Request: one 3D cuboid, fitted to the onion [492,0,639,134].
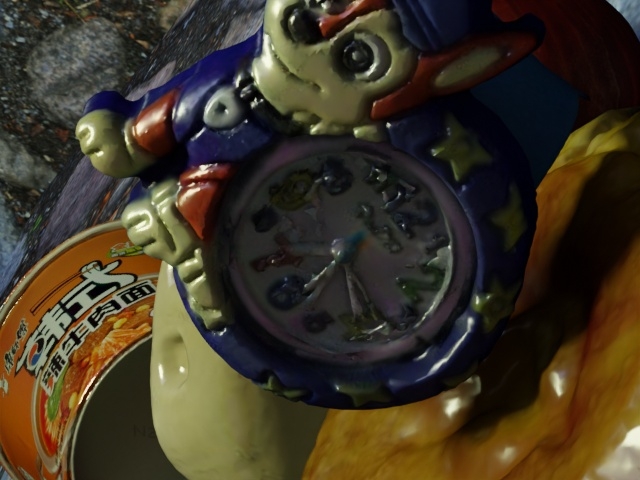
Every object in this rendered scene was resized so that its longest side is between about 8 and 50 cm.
[{"bbox_3d":[0.082,-0.098,1.098,0.248,0.248,0.161,167,113,-70],"label":"onion"}]

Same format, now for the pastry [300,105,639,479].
[{"bbox_3d":[0.124,0.088,0.722,0.356,0.164,0.356,-47,17,19],"label":"pastry"}]

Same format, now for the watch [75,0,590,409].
[{"bbox_3d":[0.018,-0.041,0.734,0.196,0.171,0.200,-35,12,16],"label":"watch"}]

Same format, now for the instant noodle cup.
[{"bbox_3d":[-0.107,0.124,1.272,0.250,0.250,0.192,-59,23,1],"label":"instant noodle cup"}]

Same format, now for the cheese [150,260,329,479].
[{"bbox_3d":[-0.003,0.066,1.121,0.218,0.235,0.117,-23,10,-37],"label":"cheese"}]
